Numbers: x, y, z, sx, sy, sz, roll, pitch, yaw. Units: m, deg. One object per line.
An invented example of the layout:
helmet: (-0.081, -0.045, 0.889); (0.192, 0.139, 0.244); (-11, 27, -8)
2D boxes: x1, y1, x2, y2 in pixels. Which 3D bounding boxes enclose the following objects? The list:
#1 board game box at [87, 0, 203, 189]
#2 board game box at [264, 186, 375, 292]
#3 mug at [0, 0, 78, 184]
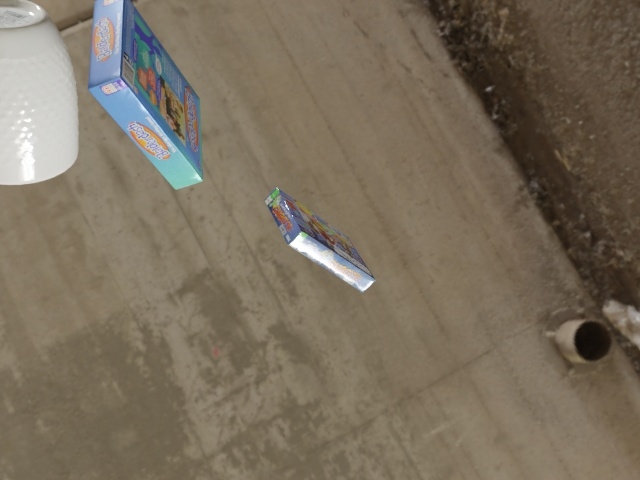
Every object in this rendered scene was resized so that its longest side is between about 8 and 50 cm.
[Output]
board game box: (-0.222, -0.191, 0.931); (0.210, 0.047, 0.160); (57, -160, -53)
board game box: (0.000, 0.000, 1.244); (0.201, 0.035, 0.136); (34, -164, -38)
mug: (-0.705, -0.351, 1.533); (0.374, 0.276, 0.328); (27, 129, 18)
